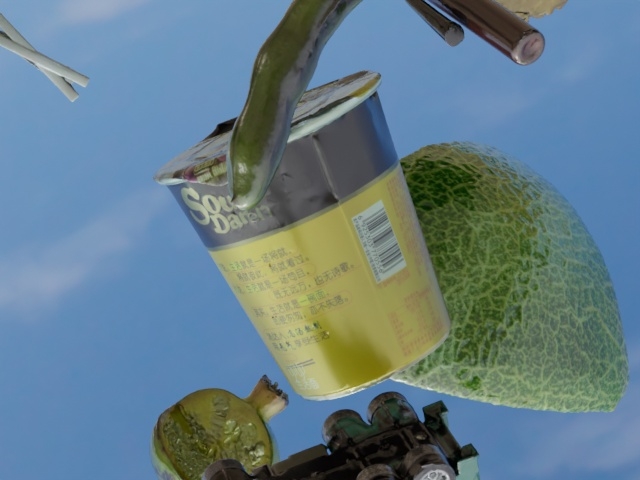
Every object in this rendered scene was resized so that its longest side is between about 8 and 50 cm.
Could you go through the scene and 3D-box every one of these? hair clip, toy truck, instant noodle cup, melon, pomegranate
[{"bbox_3d":[-0.291,-0.187,1.901,0.030,0.115,0.039,-54,-159,-3],"label":"hair clip"},{"bbox_3d":[0.017,0.212,1.441,0.216,0.116,0.110,-21,-150,-9],"label":"toy truck"},{"bbox_3d":[0.000,0.000,1.576,0.215,0.236,0.215,-25,-170,5],"label":"instant noodle cup"},{"bbox_3d":[0.139,0.061,1.965,0.226,0.331,0.343,-23,171,34],"label":"melon"},{"bbox_3d":[-0.107,0.227,2.061,0.143,0.122,0.169,39,-112,21],"label":"pomegranate"}]

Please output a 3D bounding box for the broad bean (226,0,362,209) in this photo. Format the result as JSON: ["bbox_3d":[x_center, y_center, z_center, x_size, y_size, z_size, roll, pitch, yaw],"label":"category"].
[{"bbox_3d":[-0.013,-0.124,1.323,0.039,0.069,0.227,11,-120,42],"label":"broad bean"}]

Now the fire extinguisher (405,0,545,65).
[{"bbox_3d":[0.101,-0.170,1.380,0.049,0.035,0.173,-52,-139,6],"label":"fire extinguisher"}]

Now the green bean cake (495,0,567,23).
[{"bbox_3d":[0.202,-0.357,1.995,0.224,0.229,0.131,-56,-132,26],"label":"green bean cake"}]
